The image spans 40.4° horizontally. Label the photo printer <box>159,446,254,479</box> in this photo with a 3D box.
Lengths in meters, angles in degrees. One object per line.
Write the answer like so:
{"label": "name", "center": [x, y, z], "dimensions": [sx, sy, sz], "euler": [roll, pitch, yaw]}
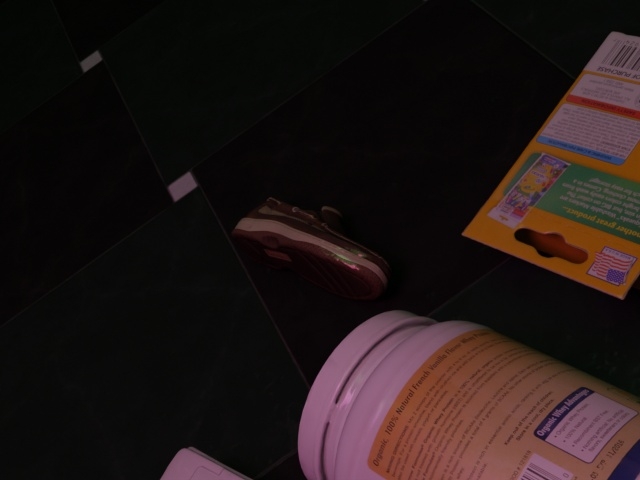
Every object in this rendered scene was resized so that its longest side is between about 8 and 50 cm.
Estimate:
{"label": "photo printer", "center": [-0.115, 0.385, 0.840], "dimensions": [0.256, 0.107, 0.308], "euler": [15, 64, 37]}

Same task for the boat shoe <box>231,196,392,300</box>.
{"label": "boat shoe", "center": [-0.003, -0.005, 1.098], "dimensions": [0.257, 0.095, 0.095], "euler": [20, 61, 40]}

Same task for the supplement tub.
{"label": "supplement tub", "center": [0.155, 0.204, 0.739], "dimensions": [0.316, 0.228, 0.228], "euler": [25, 70, 41]}

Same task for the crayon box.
{"label": "crayon box", "center": [0.333, -0.075, 0.959], "dimensions": [0.203, 0.083, 0.323], "euler": [26, 70, 41]}
